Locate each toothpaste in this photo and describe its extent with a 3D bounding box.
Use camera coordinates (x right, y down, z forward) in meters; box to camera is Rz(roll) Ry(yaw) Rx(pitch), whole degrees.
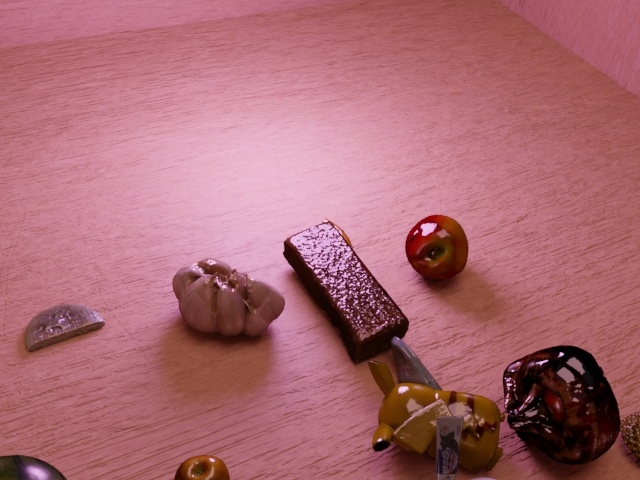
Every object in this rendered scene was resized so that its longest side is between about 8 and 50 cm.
[{"bbox_3d":[0.267,0.483,1.717,0.060,0.233,0.038,1,8,-8],"label":"toothpaste"}]

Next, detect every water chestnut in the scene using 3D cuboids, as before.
[{"bbox_3d":[0.546,0.379,1.864,0.244,0.289,0.289,-29,46,5],"label":"water chestnut"}]

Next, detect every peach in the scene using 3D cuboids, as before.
[{"bbox_3d":[0.329,0.017,2.290,0.197,0.197,0.197,5,41,-5],"label":"peach"}]

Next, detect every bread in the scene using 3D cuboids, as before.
[{"bbox_3d":[0.059,0.124,2.148,0.165,0.113,0.416,-19,51,-22],"label":"bread"},{"bbox_3d":[-0.643,0.197,2.003,0.193,0.036,0.112,-18,46,-28],"label":"bread"}]

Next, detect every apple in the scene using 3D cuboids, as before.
[{"bbox_3d":[-0.245,0.495,1.683,0.114,0.102,0.099,16,42,9],"label":"apple"}]

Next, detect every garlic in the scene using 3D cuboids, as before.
[{"bbox_3d":[-0.246,0.148,2.015,0.281,0.203,0.184,27,62,15],"label":"garlic"}]

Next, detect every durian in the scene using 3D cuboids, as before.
[{"bbox_3d":[0.808,0.478,1.906,0.208,0.102,0.146,33,40,20],"label":"durian"}]

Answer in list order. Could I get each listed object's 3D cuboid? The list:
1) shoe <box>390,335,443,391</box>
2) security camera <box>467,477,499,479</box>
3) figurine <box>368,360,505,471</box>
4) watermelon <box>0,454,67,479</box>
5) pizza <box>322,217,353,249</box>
[{"bbox_3d":[0.222,0.325,1.981,0.078,0.079,0.195,-41,72,-2],"label":"shoe"},{"bbox_3d":[0.308,0.576,1.630,0.236,0.194,0.194,-13,45,-27],"label":"security camera"},{"bbox_3d":[0.251,0.412,1.819,0.327,0.169,0.218,9,48,4],"label":"figurine"},{"bbox_3d":[-0.571,0.519,1.495,0.242,0.242,0.242,5,41,-5],"label":"watermelon"},{"bbox_3d":[0.000,0.000,2.350,0.176,0.036,0.184,-3,42,-13],"label":"pizza"}]
